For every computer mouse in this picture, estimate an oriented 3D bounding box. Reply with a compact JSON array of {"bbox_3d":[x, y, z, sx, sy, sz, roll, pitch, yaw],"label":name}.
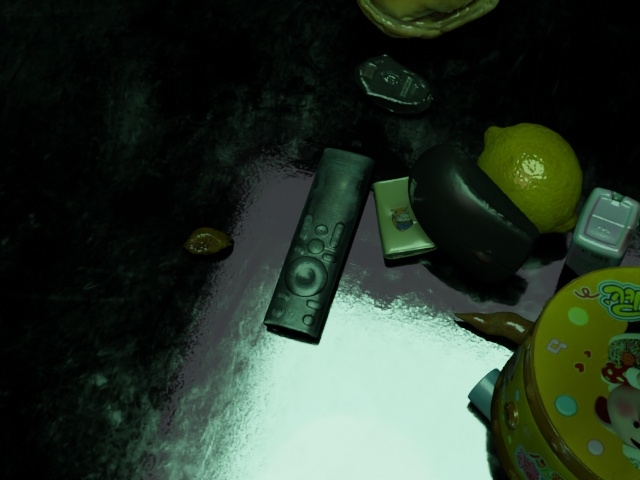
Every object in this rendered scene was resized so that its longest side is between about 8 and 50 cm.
[{"bbox_3d":[0.252,-0.040,1.714,0.269,0.170,0.100,45,58,6],"label":"computer mouse"},{"bbox_3d":[0.146,-0.306,1.937,0.172,0.057,0.099,25,70,4],"label":"computer mouse"}]

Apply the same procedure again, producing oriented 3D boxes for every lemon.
[{"bbox_3d":[0.379,-0.112,1.755,0.187,0.187,0.244,-31,76,-7],"label":"lemon"}]

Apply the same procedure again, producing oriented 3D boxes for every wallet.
[{"bbox_3d":[0.163,-0.045,1.830,0.110,0.039,0.155,-10,66,6],"label":"wallet"}]

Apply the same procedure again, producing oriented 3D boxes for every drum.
[{"bbox_3d":[0.496,0.263,1.510,0.431,0.214,0.431,3,56,-5],"label":"drum"}]

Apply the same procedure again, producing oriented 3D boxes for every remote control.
[{"bbox_3d":[0.000,0.000,1.829,0.107,0.044,0.377,13,69,16],"label":"remote control"}]

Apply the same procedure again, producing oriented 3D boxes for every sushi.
[{"bbox_3d":[-0.217,-0.001,1.853,0.099,0.047,0.050,3,110,-4],"label":"sushi"}]

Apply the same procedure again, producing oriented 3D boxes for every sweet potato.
[{"bbox_3d":[0.328,0.152,1.719,0.195,0.056,0.056,15,70,17],"label":"sweet potato"}]

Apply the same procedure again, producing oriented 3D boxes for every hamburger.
[{"bbox_3d":[0.210,-0.559,1.980,0.304,0.174,0.284,-29,55,-13],"label":"hamburger"}]

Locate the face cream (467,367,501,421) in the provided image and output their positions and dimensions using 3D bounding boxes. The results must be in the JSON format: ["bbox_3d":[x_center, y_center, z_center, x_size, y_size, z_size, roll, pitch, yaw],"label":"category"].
[{"bbox_3d":[0.361,0.328,1.624,0.077,0.077,0.250,-41,70,-11],"label":"face cream"}]

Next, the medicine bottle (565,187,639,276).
[{"bbox_3d":[0.490,0.001,1.687,0.094,0.188,0.119,22,72,15],"label":"medicine bottle"}]
